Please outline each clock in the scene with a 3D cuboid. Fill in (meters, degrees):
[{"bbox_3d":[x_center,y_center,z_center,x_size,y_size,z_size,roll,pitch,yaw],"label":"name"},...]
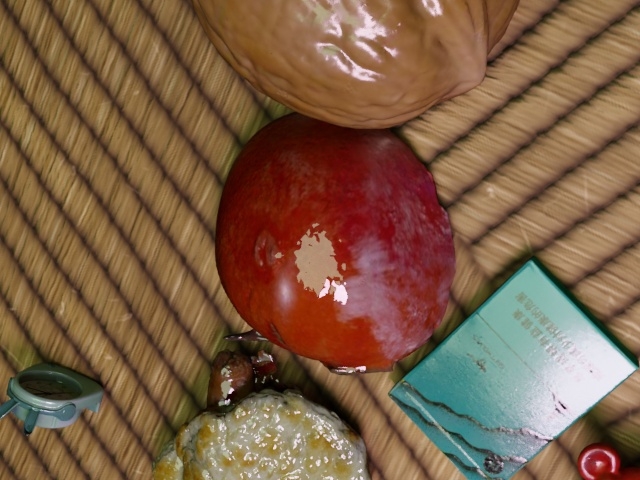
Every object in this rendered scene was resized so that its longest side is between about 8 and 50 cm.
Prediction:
[{"bbox_3d":[-0.343,0.198,1.165,0.101,0.135,0.041,21,104,16],"label":"clock"}]

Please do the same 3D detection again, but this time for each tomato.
[{"bbox_3d":[-0.002,0.004,1.007,0.308,0.170,0.309,3,100,17],"label":"tomato"}]

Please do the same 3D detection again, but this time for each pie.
[{"bbox_3d":[-0.068,0.288,1.106,0.257,0.105,0.275,34,107,6],"label":"pie"}]

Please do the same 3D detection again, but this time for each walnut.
[{"bbox_3d":[0.033,-0.263,0.902,0.332,0.333,0.333,3,99,18],"label":"walnut"}]

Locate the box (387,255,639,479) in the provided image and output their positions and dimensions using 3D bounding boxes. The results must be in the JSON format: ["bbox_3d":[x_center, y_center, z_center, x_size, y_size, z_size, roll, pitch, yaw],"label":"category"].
[{"bbox_3d":[0.207,0.151,1.027,0.161,0.042,0.226,46,108,8],"label":"box"}]

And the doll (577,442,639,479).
[{"bbox_3d":[0.369,0.362,0.941,0.182,0.160,0.363,-34,86,20],"label":"doll"}]
